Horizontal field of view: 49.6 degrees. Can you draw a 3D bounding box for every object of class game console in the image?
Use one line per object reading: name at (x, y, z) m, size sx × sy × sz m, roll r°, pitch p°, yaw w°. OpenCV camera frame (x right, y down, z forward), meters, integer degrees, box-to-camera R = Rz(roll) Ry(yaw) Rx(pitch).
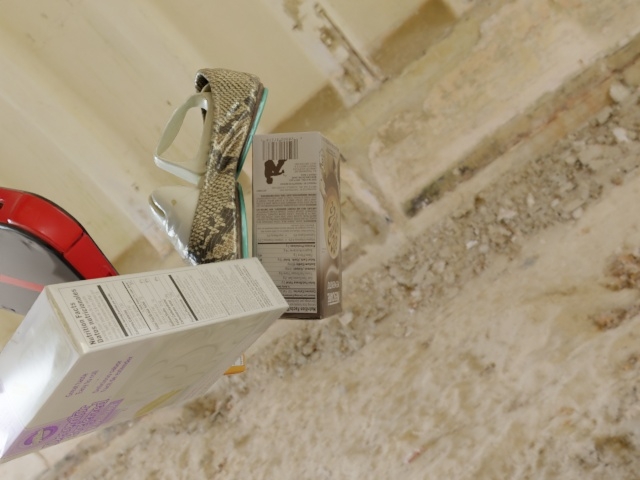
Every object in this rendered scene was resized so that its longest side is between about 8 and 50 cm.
game console at (-0.448, 0.036, 1.049) m, size 0.387 × 0.342 × 0.060 m, roll 10°, pitch 59°, yaw 27°

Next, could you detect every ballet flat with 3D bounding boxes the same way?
ballet flat at (-0.200, -0.107, 1.191) m, size 0.164 × 0.182 × 0.482 m, roll 124°, pitch 154°, yaw -55°

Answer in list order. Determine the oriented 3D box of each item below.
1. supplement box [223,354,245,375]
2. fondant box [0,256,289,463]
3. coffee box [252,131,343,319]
supplement box at (-0.219, 0.173, 1.489) m, size 0.078 × 0.233 × 0.080 m, roll -13°, pitch -15°, yaw 41°
fondant box at (-0.231, 0.141, 0.884) m, size 0.330 × 0.096 × 0.238 m, roll -6°, pitch -35°, yaw -52°
coffee box at (-0.036, -0.020, 1.164) m, size 0.119 × 0.297 × 0.168 m, roll -1°, pitch -1°, yaw 13°
